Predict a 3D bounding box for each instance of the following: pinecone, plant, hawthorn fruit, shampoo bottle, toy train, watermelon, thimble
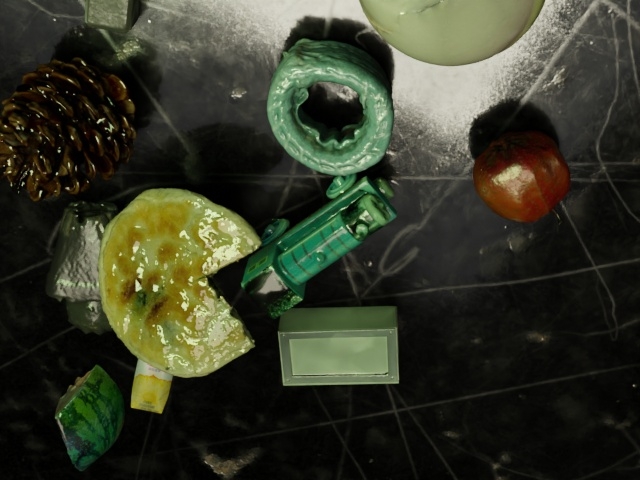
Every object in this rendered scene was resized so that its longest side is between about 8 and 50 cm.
[{"bbox_3d":[-0.424,-0.185,1.737,0.224,0.272,0.224,20,135,22],"label":"pinecone"},{"bbox_3d":[-0.419,0.055,1.933,0.164,0.142,0.256,0,115,3],"label":"plant"},{"bbox_3d":[0.355,-0.095,1.786,0.157,0.157,0.194,-35,117,21],"label":"hawthorn fruit"},{"bbox_3d":[-0.326,-0.464,1.677,0.079,0.080,0.246,10,119,-3],"label":"shampoo bottle"},{"bbox_3d":[0.000,0.000,1.840,0.298,0.194,0.120,-35,109,20],"label":"toy train"},{"bbox_3d":[-0.470,0.387,2.113,0.128,0.146,0.231,-7,115,8],"label":"watermelon"},{"bbox_3d":[0.017,-0.231,1.742,0.198,0.143,0.235,-35,111,19],"label":"thimble"}]

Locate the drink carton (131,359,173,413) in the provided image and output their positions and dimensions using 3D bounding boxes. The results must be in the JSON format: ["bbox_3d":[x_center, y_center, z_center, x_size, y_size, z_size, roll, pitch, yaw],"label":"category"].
[{"bbox_3d":[-0.325,0.243,2.064,0.084,0.074,0.200,14,118,-4],"label":"drink carton"}]

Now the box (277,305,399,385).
[{"bbox_3d":[0.037,0.205,2.010,0.225,0.086,0.129,-2,118,5],"label":"box"}]

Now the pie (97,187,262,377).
[{"bbox_3d":[-0.250,0.071,1.793,0.338,0.075,0.337,1,95,16],"label":"pie"}]

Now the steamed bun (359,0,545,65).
[{"bbox_3d":[0.215,-0.400,1.577,0.309,0.309,0.309,2,119,3],"label":"steamed bun"}]
